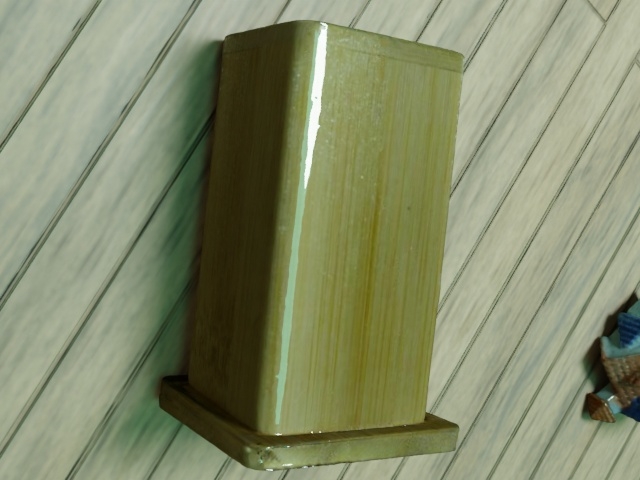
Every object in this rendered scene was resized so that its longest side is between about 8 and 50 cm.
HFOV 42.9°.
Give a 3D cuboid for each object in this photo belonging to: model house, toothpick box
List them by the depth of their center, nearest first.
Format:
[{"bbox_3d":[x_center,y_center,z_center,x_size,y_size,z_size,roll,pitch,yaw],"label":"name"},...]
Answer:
[{"bbox_3d":[0.000,0.000,0.643,0.187,0.190,0.308,3,95,-30],"label":"toothpick box"},{"bbox_3d":[0.377,0.158,0.936,0.148,0.119,0.148,-37,117,-9],"label":"model house"}]
